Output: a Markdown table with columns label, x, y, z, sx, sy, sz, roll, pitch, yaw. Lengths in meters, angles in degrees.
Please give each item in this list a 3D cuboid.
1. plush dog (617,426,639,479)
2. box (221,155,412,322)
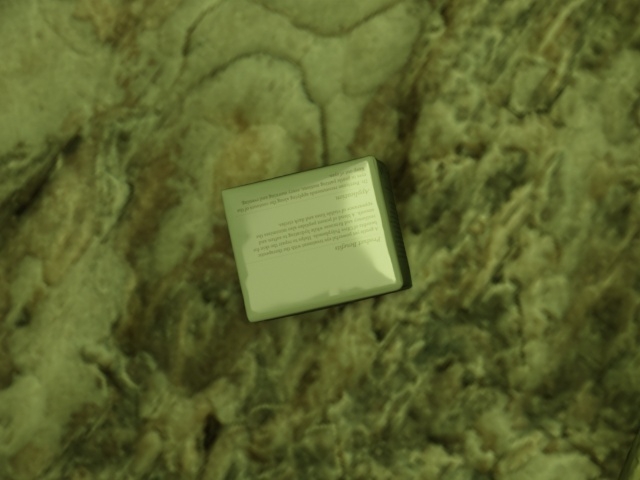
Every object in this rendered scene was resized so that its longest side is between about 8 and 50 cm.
| label | x | y | z | sx | sy | sz | roll | pitch | yaw |
| --- | --- | --- | --- | --- | --- | --- | --- | --- | --- |
| plush dog | 0.317 | 0.112 | 1.165 | 0.225 | 0.262 | 0.210 | 18 | 71 | 2 |
| box | 0.000 | 0.000 | 1.252 | 0.101 | 0.102 | 0.087 | -13 | 87 | 7 |
